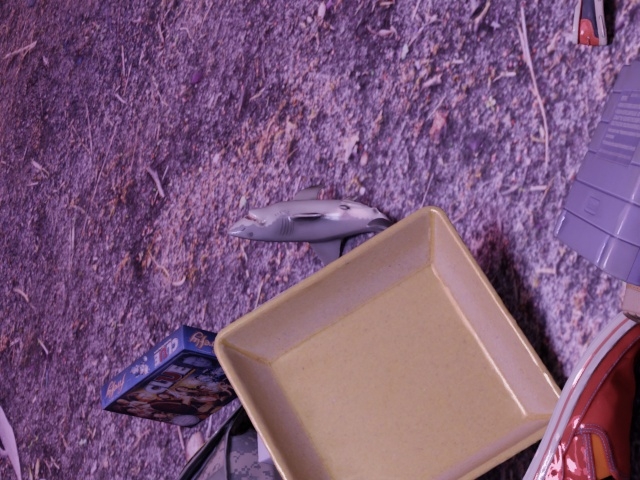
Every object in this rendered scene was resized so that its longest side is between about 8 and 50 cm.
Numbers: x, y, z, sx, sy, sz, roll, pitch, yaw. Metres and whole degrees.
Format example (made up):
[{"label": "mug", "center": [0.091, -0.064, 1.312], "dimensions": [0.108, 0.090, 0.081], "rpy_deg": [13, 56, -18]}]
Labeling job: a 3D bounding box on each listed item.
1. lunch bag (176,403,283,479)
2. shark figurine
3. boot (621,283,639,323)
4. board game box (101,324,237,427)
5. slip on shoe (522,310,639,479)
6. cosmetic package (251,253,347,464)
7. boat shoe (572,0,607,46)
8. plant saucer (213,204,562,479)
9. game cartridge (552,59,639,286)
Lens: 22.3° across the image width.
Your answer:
[{"label": "lunch bag", "center": [-0.123, 0.373, 2.267], "dimensions": [0.235, 0.169, 0.287], "rpy_deg": [-54, 29, 33]}, {"label": "shark figurine", "center": [0.029, -0.004, 2.299], "dimensions": [0.278, 0.166, 0.116], "rpy_deg": [5, 113, 32]}, {"label": "boot", "center": [0.437, 0.011, 1.651], "dimensions": [0.248, 0.090, 0.207], "rpy_deg": [18, 77, 43]}, {"label": "board game box", "center": [-0.203, 0.210, 2.460], "dimensions": [0.243, 0.165, 0.042], "rpy_deg": [-37, 47, 44]}, {"label": "slip on shoe", "center": [0.298, 0.224, 1.760], "dimensions": [0.101, 0.123, 0.331], "rpy_deg": [24, 91, 24]}, {"label": "cosmetic package", "center": [0.026, 0.169, 2.148], "dimensions": [0.224, 0.138, 0.225], "rpy_deg": [-32, 54, 46]}, {"label": "boat shoe", "center": [0.337, -0.302, 1.989], "dimensions": [0.043, 0.049, 0.137], "rpy_deg": [5, 73, 14]}, {"label": "plant saucer", "center": [0.085, 0.174, 1.950], "dimensions": [0.333, 0.081, 0.333], "rpy_deg": [-31, 63, 1]}, {"label": "game cartridge", "center": [0.337, -0.083, 1.726], "dimensions": [0.230, 0.068, 0.355], "rpy_deg": [-64, 2, 6]}]
